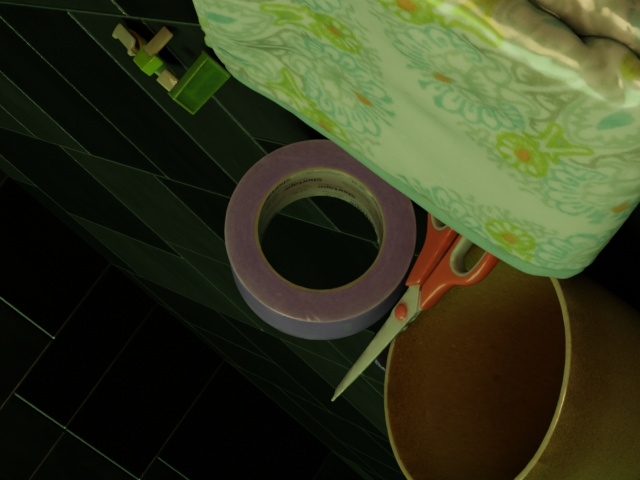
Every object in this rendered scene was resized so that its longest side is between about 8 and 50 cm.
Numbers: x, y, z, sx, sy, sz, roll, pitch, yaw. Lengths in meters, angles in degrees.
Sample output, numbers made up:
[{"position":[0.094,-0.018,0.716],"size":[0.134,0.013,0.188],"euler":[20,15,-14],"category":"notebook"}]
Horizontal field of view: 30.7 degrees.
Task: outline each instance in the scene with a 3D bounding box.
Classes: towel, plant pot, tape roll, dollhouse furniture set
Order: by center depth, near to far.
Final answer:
[{"position":[0.063,-0.128,0.820],"size":[0.374,0.090,0.320],"euler":[32,166,10],"category":"towel"},{"position":[0.227,0.138,1.060],"size":[0.254,0.237,0.237],"euler":[16,177,-32],"category":"plant pot"},{"position":[0.000,0.000,1.167],"size":[0.189,0.189,0.080],"euler":[32,165,10],"category":"tape roll"},{"position":[-0.157,-0.195,1.229],"size":[0.076,0.058,0.151],"euler":[38,-173,-41],"category":"dollhouse furniture set"}]

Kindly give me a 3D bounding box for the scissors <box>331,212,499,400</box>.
[{"position":[0.088,0.059,1.052],"size":[0.021,0.297,0.109],"euler":[7,-151,-38],"category":"scissors"}]

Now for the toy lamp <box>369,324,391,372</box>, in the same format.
[{"position":[0.127,0.143,1.567],"size":[0.080,0.080,0.275],"euler":[37,167,-7],"category":"toy lamp"}]
